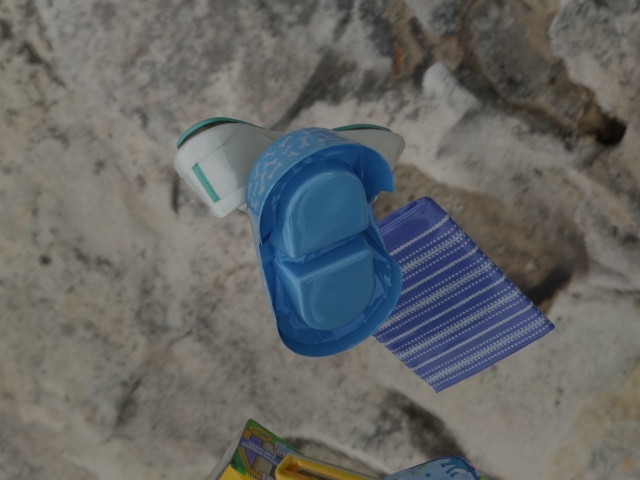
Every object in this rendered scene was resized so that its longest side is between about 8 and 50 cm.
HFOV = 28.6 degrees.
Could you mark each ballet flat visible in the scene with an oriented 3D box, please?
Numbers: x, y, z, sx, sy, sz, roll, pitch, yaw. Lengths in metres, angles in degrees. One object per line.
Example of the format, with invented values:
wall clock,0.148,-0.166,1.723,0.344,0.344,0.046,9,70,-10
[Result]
ballet flat,-0.016,-0.070,1.562,0.139,0.400,0.139,1,92,39

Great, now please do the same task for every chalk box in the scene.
chalk box,-0.104,0.390,2.013,0.132,0.213,0.132,34,109,-2

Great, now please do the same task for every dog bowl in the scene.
dog bowl,0.000,0.000,1.431,0.074,0.166,0.297,49,156,46

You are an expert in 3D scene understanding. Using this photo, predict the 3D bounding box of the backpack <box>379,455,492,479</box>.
backpack,0.126,0.473,1.826,0.355,0.290,0.273,-6,112,-9

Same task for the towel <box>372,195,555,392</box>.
towel,0.174,0.088,1.963,0.243,0.040,0.336,-32,120,26

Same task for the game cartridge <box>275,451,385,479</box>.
game cartridge,0.087,0.415,1.464,0.285,0.053,0.324,13,125,24
